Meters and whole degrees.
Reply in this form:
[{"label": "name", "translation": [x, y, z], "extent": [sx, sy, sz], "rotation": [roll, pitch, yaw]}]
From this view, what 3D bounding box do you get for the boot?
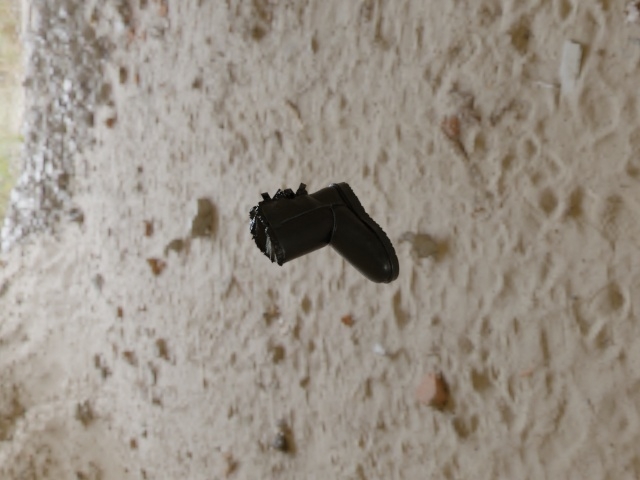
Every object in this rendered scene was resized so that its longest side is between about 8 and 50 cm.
[{"label": "boot", "translation": [0.000, 0.000, 0.795], "extent": [0.121, 0.099, 0.045], "rotation": [57, 148, 27]}]
